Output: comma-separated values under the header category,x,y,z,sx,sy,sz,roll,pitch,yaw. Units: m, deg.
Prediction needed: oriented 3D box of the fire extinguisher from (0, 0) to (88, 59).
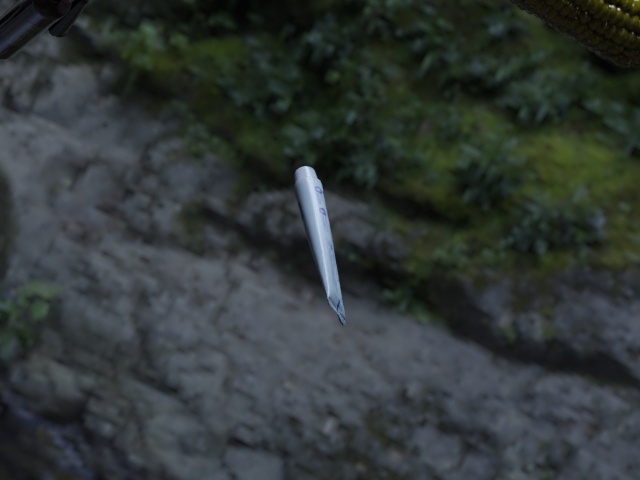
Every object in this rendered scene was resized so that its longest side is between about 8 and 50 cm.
category,x,y,z,sx,sy,sz,roll,pitch,yaw
fire extinguisher,-0.197,-0.160,1.278,0.049,0.035,0.173,28,-18,-19

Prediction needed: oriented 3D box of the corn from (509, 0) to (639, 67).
category,x,y,z,sx,sy,sz,roll,pitch,yaw
corn,0.250,-0.278,1.876,0.317,0.115,0.115,27,17,-20

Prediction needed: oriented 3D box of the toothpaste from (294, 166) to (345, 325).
category,x,y,z,sx,sy,sz,roll,pitch,yaw
toothpaste,0.000,0.000,2.019,0.052,0.033,0.218,58,14,-47
